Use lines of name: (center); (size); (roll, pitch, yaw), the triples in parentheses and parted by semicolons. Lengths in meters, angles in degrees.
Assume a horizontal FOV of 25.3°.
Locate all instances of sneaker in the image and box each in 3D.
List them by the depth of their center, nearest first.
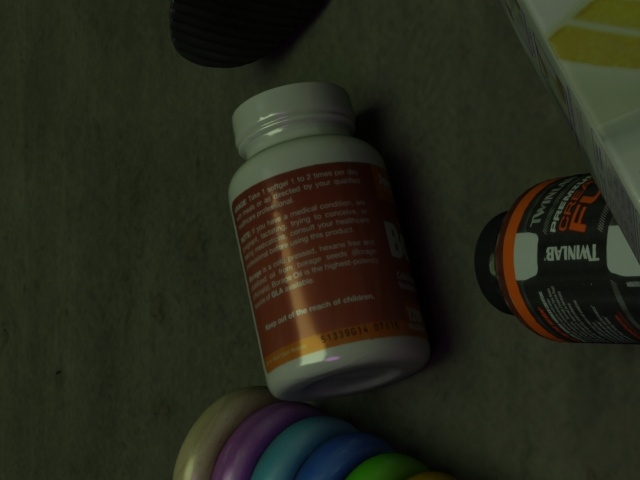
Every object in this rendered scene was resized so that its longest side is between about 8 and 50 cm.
sneaker: (-0.038, -0.297, 1.125); (0.330, 0.123, 0.146); (-65, 28, 26)

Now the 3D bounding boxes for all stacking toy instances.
stacking toy: (0.053, 0.197, 0.982); (0.330, 0.141, 0.141); (9, 95, 42)

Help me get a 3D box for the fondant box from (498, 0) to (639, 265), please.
fondant box: (0.215, -0.157, 0.735); (0.238, 0.096, 0.330); (-25, 63, 5)

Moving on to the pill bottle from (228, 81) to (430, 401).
pill bottle: (0.000, 0.000, 1.043); (0.121, 0.121, 0.216); (-29, 67, 44)

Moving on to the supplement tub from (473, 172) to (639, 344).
supplement tub: (0.175, 0.010, 0.842); (0.198, 0.106, 0.106); (-6, 83, 60)
